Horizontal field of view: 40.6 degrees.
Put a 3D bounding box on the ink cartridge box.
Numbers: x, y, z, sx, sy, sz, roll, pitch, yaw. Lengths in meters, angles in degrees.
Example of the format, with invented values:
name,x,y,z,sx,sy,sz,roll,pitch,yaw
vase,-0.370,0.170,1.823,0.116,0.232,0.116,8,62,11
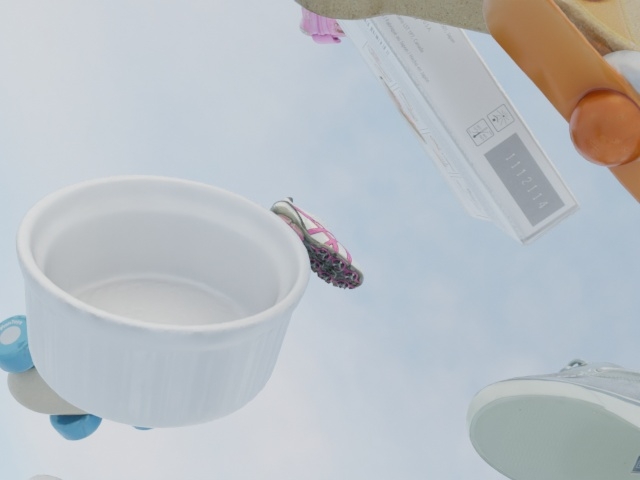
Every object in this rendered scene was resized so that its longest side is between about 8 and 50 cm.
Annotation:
name,x,y,z,sx,sy,sz,roll,pitch,yaw
ink cartridge box,0.113,-0.145,0.840,0.066,0.261,0.296,-35,-84,5

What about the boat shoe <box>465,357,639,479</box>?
name,x,y,z,sx,sy,sz,roll,pitch,yaw
boat shoe,0.199,0.125,0.602,0.081,0.227,0.079,-105,-150,-60

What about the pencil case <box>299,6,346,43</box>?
name,x,y,z,sx,sy,sz,roll,pitch,yaw
pencil case,0.005,-0.496,1.311,0.160,0.167,0.386,-121,-169,-49

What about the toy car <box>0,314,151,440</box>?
name,x,y,z,sx,sy,sz,roll,pitch,yaw
toy car,-0.325,0.124,1.242,0.210,0.238,0.219,-10,-44,10

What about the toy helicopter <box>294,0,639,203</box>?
name,x,y,z,sx,sy,sz,roll,pitch,yaw
toy helicopter,0.142,-0.125,0.498,0.355,0.235,0.140,14,-35,12

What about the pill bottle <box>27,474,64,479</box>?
name,x,y,z,sx,sy,sz,roll,pitch,yaw
pill bottle,-0.228,0.267,0.575,0.119,0.119,0.208,43,-92,19

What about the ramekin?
name,x,y,z,sx,sy,sz,roll,pitch,yaw
ramekin,-0.157,0.057,0.857,0.277,0.277,0.135,30,-56,27

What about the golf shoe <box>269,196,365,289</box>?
name,x,y,z,sx,sy,sz,roll,pitch,yaw
golf shoe,0.000,0.000,1.358,0.186,0.086,0.067,38,-43,-5
